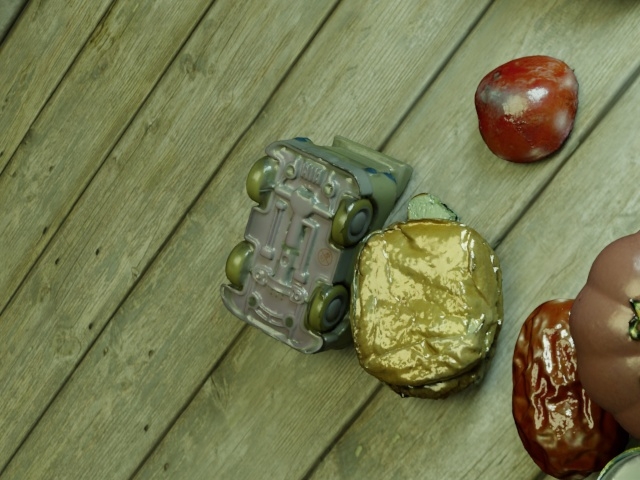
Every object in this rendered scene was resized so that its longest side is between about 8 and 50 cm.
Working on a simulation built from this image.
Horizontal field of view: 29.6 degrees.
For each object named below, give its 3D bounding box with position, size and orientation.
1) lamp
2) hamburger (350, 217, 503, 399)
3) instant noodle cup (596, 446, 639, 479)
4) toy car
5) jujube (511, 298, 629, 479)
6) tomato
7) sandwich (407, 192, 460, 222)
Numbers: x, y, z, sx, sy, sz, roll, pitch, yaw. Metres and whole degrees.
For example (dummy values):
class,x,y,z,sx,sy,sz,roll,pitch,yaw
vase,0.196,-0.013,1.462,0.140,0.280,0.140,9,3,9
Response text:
class,x,y,z,sx,sy,sz,roll,pitch,yaw
lamp,0.472,0.114,1.544,0.305,0.239,0.305,1,96,11
hamburger,0.165,0.109,1.913,0.259,0.144,0.283,3,74,26
instant noodle cup,0.451,0.349,1.556,0.205,0.153,0.205,-17,63,38
toy car,0.000,0.000,2.095,0.242,0.226,0.336,25,112,30
jujube,0.348,0.207,1.691,0.174,0.174,0.251,-18,66,39
tomato,0.316,-0.223,1.925,0.173,0.099,0.189,-13,66,43
sandwich,0.188,-0.036,2.026,0.093,0.035,0.105,-28,58,35
